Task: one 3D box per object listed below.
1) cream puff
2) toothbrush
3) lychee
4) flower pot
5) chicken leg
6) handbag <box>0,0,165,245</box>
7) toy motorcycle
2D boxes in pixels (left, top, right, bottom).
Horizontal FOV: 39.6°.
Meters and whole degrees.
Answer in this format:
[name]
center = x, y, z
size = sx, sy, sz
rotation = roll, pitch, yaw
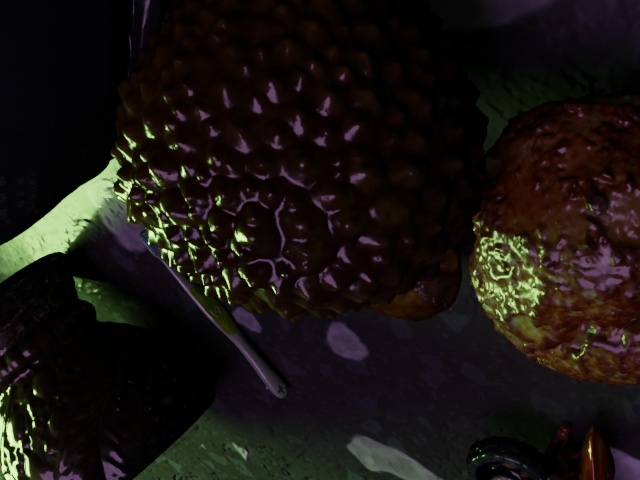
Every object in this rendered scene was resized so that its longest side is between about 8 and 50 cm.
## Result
[cream puff]
center = 0.213, 0.005, 0.633
size = 0.240, 0.164, 0.240
rotation = 19, 131, 23
[toothbrush]
center = -0.122, 0.088, 1.037
size = 0.263, 0.022, 0.026
rotation = 52, 148, -17
[lychee]
center = -0.004, -0.066, 0.612
size = 0.267, 0.267, 0.267
rotation = 19, 136, 19
[flower pot]
center = -0.305, 0.172, 1.081
size = 0.267, 0.266, 0.266
rotation = 51, 138, 0
[chicken leg]
center = 0.000, 0.000, 0.834
size = 0.304, 0.093, 0.113
rotation = 11, 116, 37
[handbag]
center = -0.190, -0.169, 0.664
size = 0.178, 0.275, 0.302
rotation = 32, 134, 16
[toy motorcycle]
center = 0.266, 0.306, 0.919
size = 0.171, 0.089, 0.298
rotation = -10, 121, 38
